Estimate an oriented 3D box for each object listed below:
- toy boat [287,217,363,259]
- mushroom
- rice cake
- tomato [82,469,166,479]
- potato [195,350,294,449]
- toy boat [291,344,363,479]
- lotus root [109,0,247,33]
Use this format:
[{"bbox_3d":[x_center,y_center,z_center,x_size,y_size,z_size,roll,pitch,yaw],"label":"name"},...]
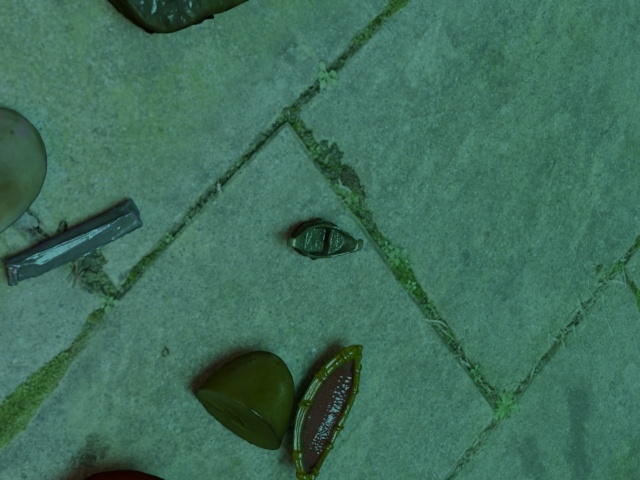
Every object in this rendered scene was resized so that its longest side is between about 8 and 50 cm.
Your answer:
[{"bbox_3d":[-0.001,0.000,2.057,0.185,0.071,0.089,2,103,-35],"label":"toy boat"},{"bbox_3d":[-0.504,-0.137,1.618,0.162,0.173,0.236,-36,119,-24],"label":"mushroom"},{"bbox_3d":[-0.431,0.001,1.780,0.269,0.049,0.055,-29,139,-25],"label":"rice cake"},{"bbox_3d":[-0.366,0.577,1.862,0.298,0.298,0.226,-33,159,-23],"label":"tomato"},{"bbox_3d":[-0.124,0.299,2.010,0.203,0.178,0.158,41,61,-10],"label":"potato"},{"bbox_3d":[0.010,0.362,2.148,0.141,0.099,0.318,23,86,-40],"label":"toy boat"},{"bbox_3d":[-0.229,-0.542,1.744,0.374,0.111,0.391,21,88,-41],"label":"lotus root"}]
